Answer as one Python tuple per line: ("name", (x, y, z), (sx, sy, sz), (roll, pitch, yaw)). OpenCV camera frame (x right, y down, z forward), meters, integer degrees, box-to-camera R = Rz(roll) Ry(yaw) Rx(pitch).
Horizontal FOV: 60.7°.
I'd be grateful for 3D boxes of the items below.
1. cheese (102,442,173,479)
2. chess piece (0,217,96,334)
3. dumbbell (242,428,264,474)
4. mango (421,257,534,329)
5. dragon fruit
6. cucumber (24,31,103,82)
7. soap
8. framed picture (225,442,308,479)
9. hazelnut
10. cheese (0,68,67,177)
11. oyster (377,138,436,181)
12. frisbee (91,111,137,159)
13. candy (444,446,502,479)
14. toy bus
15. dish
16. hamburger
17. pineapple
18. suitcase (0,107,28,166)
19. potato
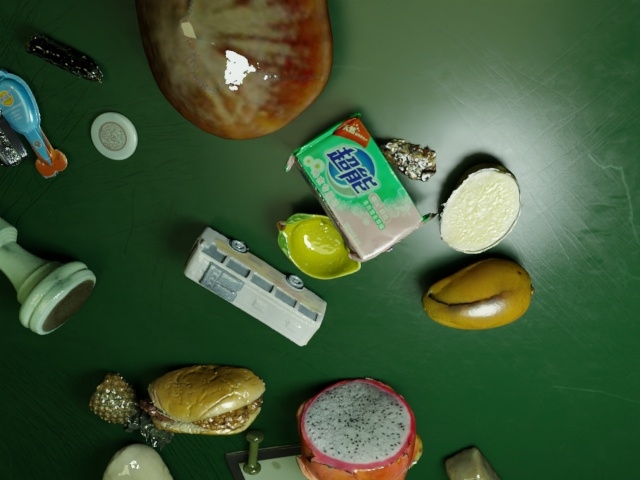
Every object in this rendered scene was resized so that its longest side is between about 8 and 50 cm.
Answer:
("cheese", (-0.470, 0.761, 1.580), (0.328, 0.130, 0.351), (22, 115, 2))
("chess piece", (-0.722, 0.065, 1.324), (0.299, 0.194, 0.195), (38, 113, 3))
("dumbbell", (-0.183, 0.578, 1.495), (0.052, 0.046, 0.118), (8, 100, 17))
("mango", (0.337, 0.120, 1.180), (0.235, 0.166, 0.136), (-14, 104, 13))
("dragon fruit", (0.087, 0.512, 1.318), (0.305, 0.305, 0.226), (0, 119, 9))
("cucumber", (-0.550, -0.390, 1.177), (0.181, 0.053, 0.053), (27, 113, -5))
("soap", (0.080, -0.106, 1.128), (0.217, 0.098, 0.274), (-33, 94, -9))
("framed picture", (-0.074, 0.688, 1.550), (0.346, 0.016, 0.265), (-13, 109, 14))
("hazelnut", (-0.149, -0.385, 0.974), (0.358, 0.359, 0.410), (-6, 119, 11))
("cheese", (-0.670, -0.266, 1.252), (0.106, 0.037, 0.256), (-19, 109, 18))
("oyster", (0.182, -0.168, 1.159), (0.132, 0.029, 0.086), (8, 113, 6))
("frisbee", (-0.469, -0.237, 1.243), (0.110, 0.014, 0.110), (3, 112, 8))
("candy", (0.419, 0.647, 1.410), (0.104, 0.102, 0.234), (-33, 106, 19))
("toy bus", (-0.151, 0.108, 1.264), (0.342, 0.138, 0.097), (32, 115, -7))
("dish", (0.000, 0.000, 1.228), (0.207, 0.080, 0.149), (32, 112, -6))
("hamburger", (-0.292, 0.417, 1.399), (0.282, 0.245, 0.156), (-15, 110, -32))
("pineapple", (-0.502, 0.468, 1.477), (0.251, 0.125, 0.125), (40, 112, -7))
("suitcase", (-0.725, -0.230, 1.240), (0.086, 0.059, 0.126), (10, 133, 45))
("potato", (0.327, -0.074, 1.149), (0.163, 0.081, 0.201), (17, 116, -7))
